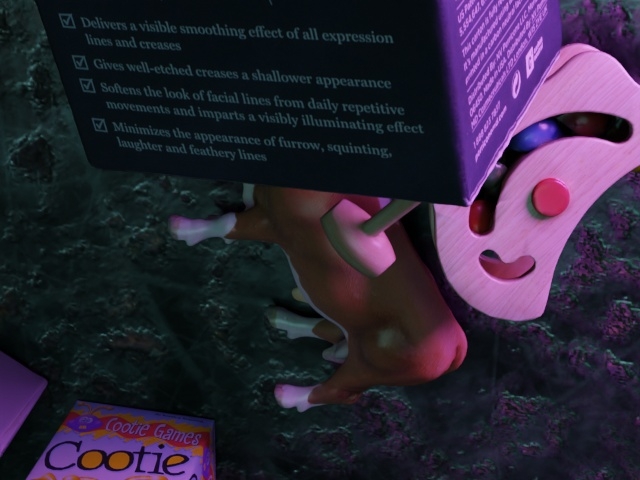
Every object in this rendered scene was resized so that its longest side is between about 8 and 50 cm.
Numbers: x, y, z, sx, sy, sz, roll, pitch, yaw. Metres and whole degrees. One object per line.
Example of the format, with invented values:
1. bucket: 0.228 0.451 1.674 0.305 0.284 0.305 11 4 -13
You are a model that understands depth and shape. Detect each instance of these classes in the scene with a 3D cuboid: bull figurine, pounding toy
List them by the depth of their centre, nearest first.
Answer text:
1. pounding toy: 0.150 -0.023 1.013 0.269 0.155 0.154 -32 101 8
2. bull figurine: 0.000 0.000 1.126 0.188 0.101 0.310 -20 109 25

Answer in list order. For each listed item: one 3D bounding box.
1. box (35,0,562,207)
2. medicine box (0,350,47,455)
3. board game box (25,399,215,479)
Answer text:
1. box: -0.029 -0.249 0.870 0.293 0.212 0.395 8 130 25
2. medicine box: -0.449 0.190 1.295 0.263 0.149 0.289 33 118 -5
3. board game box: -0.195 0.281 1.211 0.144 0.275 0.142 6 118 10
